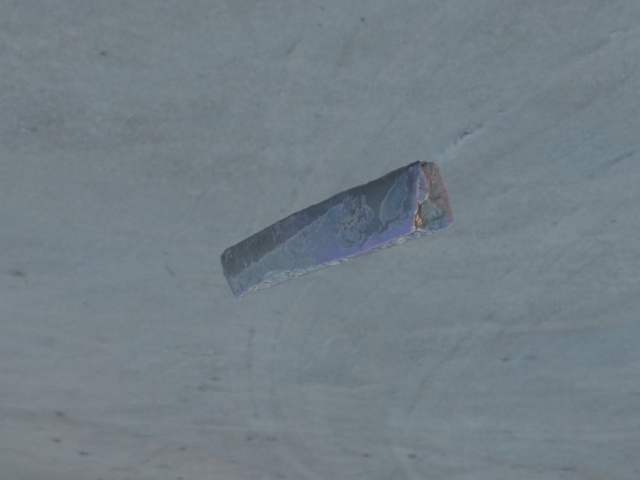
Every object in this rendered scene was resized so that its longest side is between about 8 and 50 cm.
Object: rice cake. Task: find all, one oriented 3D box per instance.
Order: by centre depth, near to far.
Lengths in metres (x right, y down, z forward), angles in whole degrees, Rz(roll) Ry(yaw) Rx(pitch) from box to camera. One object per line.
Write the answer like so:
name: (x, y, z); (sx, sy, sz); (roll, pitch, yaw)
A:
rice cake: (0.000, 0.000, 0.799); (0.064, 0.070, 0.399); (-11, 173, -37)
